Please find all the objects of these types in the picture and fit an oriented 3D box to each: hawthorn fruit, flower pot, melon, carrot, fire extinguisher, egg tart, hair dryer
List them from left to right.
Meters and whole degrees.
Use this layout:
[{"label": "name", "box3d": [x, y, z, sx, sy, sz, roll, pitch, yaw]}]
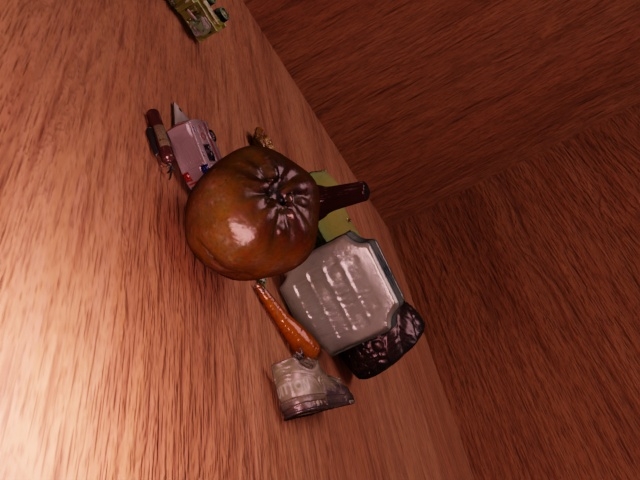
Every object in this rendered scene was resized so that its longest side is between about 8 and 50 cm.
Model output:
[{"label": "fire extinguisher", "box3d": [-0.344, -0.213, 1.433, 0.173, 0.035, 0.049, 66, 9, 26]}, {"label": "hawthorn fruit", "box3d": [-0.148, -0.038, 1.378, 0.268, 0.301, 0.268, 11, 68, -29]}, {"label": "egg tart", "box3d": [-0.191, -0.314, 2.230, 0.130, 0.052, 0.130, 59, 11, -19]}, {"label": "carrot", "box3d": [-0.078, 0.201, 1.618, 0.256, 0.061, 0.061, 55, 14, -20]}, {"label": "hair dryer", "box3d": [0.000, 0.000, 1.947, 0.123, 0.312, 0.340, 6, 79, -65]}, {"label": "melon", "box3d": [0.022, -0.044, 2.178, 0.343, 0.226, 0.331, 54, 3, 17]}, {"label": "flower pot", "box3d": [0.129, 0.226, 1.981, 0.267, 0.266, 0.266, 51, 14, -6]}]

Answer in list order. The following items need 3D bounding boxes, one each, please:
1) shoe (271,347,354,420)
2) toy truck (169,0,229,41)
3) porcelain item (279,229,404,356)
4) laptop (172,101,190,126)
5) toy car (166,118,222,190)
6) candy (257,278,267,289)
[{"label": "shoe", "box3d": [-0.014, 0.312, 1.503, 0.293, 0.109, 0.149, 19, 51, -66]}, {"label": "toy truck", "box3d": [-0.410, -0.749, 2.083, 0.259, 0.128, 0.135, 58, 27, -22]}, {"label": "porcelain item", "box3d": [0.059, 0.136, 1.780, 0.286, 0.281, 0.157, 62, 15, 3]}, {"label": "laptop", "box3d": [-0.288, -0.207, 1.692, 0.269, 0.015, 0.187, 52, 17, -43]}, {"label": "toy car", "box3d": [-0.266, -0.165, 1.498, 0.108, 0.089, 0.209, -21, 89, -79]}, {"label": "candy", "box3d": [-0.133, 0.122, 1.645, 0.023, 0.025, 0.083, -29, 102, -50]}]
